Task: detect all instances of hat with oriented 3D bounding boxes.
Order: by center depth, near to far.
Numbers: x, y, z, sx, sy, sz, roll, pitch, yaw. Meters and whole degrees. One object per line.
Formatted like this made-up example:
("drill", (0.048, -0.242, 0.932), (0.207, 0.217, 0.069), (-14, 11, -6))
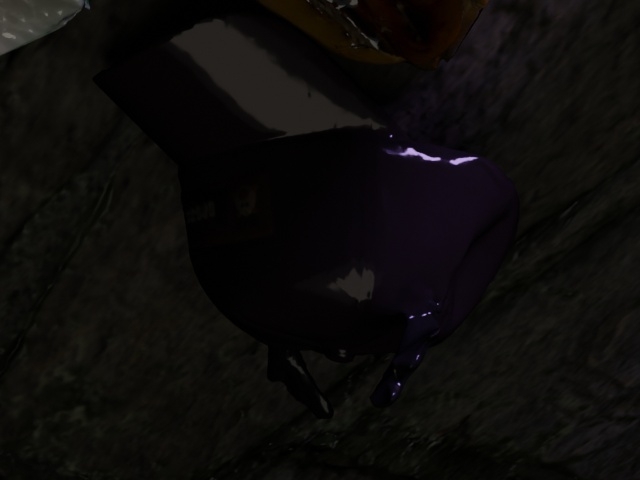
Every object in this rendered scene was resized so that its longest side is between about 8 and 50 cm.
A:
("hat", (-0.022, 0.012, 0.713), (0.336, 0.208, 0.238), (28, 153, -31))

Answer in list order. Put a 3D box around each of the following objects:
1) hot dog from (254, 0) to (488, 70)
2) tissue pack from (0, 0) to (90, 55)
("hot dog", (-0.005, -0.197, 0.628), (0.326, 0.107, 0.194), (19, 126, -25))
("tissue pack", (-0.213, -0.193, 0.521), (0.148, 0.209, 0.156), (-24, 129, 11))
